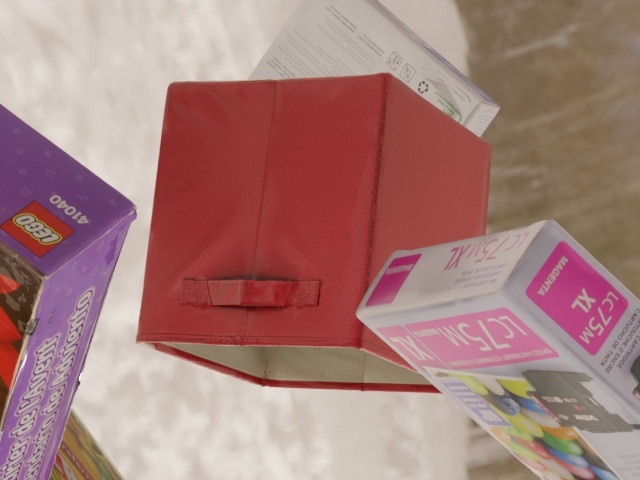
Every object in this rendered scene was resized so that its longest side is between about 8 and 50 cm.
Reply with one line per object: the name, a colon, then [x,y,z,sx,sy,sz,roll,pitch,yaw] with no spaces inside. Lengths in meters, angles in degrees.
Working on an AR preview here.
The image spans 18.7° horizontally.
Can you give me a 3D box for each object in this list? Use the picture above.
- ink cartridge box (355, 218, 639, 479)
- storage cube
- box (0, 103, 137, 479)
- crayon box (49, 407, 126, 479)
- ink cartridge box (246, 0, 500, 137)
ink cartridge box: [0.182,0.115,1.146,0.311,0.065,0.186,39,-20,-16]
storage cube: [0.000,0.000,1.396,0.215,0.183,0.193,25,68,-59]
box: [-0.219,-0.016,0.774,0.057,0.293,0.201,-41,161,-43]
crayon box: [-0.161,0.169,1.151,0.202,0.081,0.318,56,-1,-19]
ink cartridge box: [0.021,-0.099,1.762,0.223,0.224,0.045,45,18,29]
